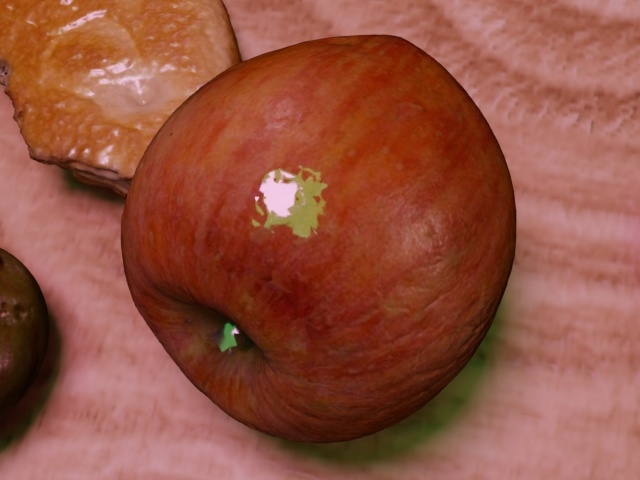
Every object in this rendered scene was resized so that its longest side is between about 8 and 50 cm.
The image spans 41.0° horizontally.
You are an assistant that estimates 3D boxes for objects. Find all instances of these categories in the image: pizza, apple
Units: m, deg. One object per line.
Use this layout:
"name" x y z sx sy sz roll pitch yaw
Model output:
"pizza" -0.158 -0.147 0.628 0.182 0.074 0.365 -27 66 -7
"apple" 0.000 0.000 0.468 0.211 0.211 0.188 33 52 20

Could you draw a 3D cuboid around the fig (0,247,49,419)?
"fig" -0.281 0.106 0.512 0.151 0.151 0.259 36 92 20
